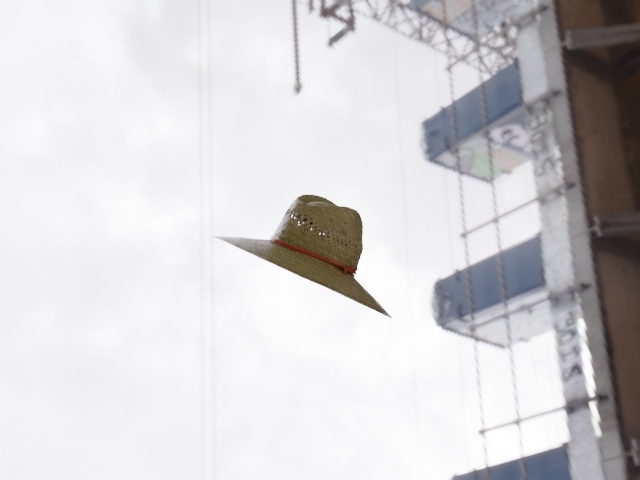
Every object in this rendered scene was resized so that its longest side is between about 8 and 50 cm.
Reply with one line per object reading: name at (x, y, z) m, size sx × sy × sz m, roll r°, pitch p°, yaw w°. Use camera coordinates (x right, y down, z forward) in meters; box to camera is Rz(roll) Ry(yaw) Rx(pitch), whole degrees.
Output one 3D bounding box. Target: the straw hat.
straw hat at (0.000, 0.000, 0.737) m, size 0.144 × 0.144 × 0.061 m, roll 25°, pitch -93°, yaw -29°
